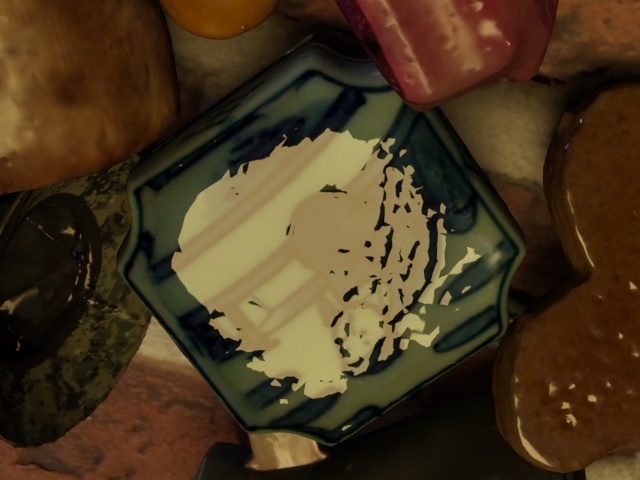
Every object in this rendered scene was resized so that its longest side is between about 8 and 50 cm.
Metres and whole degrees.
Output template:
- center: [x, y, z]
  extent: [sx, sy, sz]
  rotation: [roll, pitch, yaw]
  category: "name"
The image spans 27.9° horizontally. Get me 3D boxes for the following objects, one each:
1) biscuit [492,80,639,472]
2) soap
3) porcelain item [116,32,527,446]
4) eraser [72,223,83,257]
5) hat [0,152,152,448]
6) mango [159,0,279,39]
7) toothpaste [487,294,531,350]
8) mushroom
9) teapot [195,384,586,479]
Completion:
- center: [0.348, 0.083, 1.082]
  extent: [0.394, 0.076, 0.368]
  rotation: [15, 90, -7]
  category: "biscuit"
- center: [0.056, -0.254, 0.888]
  extent: [0.127, 0.220, 0.325]
  rotation: [-22, 119, 26]
  category: "soap"
- center: [0.000, 0.000, 1.040]
  extent: [0.281, 0.157, 0.286]
  rotation: [-33, 104, 9]
  category: "porcelain item"
- center: [-0.297, -0.016, 1.166]
  extent: [0.150, 0.023, 0.104]
  rotation: [-4, 121, 6]
  category: "eraser"
- center: [-0.249, 0.027, 1.084]
  extent: [0.128, 0.265, 0.265]
  rotation: [20, 126, 23]
  category: "hat"
- center: [-0.066, -0.232, 0.978]
  extent: [0.111, 0.089, 0.163]
  rotation: [24, 108, -20]
  category: "mango"
- center: [0.212, 0.095, 1.201]
  extent: [0.255, 0.037, 0.067]
  rotation: [23, 121, -7]
  category: "toothpaste"
- center: [-0.289, -0.230, 0.915]
  extent: [0.313, 0.224, 0.397]
  rotation: [-4, 121, 8]
  category: "mushroom"
- center: [0.067, 0.248, 1.196]
  extent: [0.344, 0.253, 0.300]
  rotation: [-9, 100, 14]
  category: "teapot"
